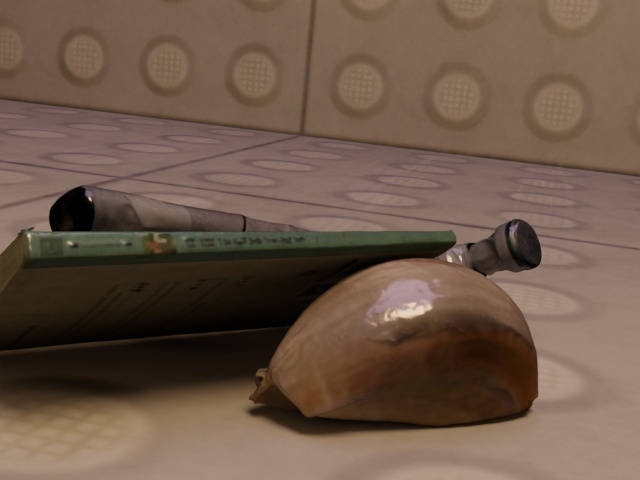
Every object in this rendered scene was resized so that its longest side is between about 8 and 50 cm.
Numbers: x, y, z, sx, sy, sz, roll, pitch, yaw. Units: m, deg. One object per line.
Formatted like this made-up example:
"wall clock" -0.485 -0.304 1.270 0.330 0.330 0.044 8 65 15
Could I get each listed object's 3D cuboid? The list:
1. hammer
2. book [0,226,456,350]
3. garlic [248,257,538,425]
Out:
"hammer" 0.000 0.001 0.675 0.152 0.044 0.427 -21 -20 35
"book" -0.081 0.033 0.614 0.283 0.025 0.215 0 -19 -34
"garlic" 0.058 0.062 0.585 0.195 0.101 0.087 0 14 -26
